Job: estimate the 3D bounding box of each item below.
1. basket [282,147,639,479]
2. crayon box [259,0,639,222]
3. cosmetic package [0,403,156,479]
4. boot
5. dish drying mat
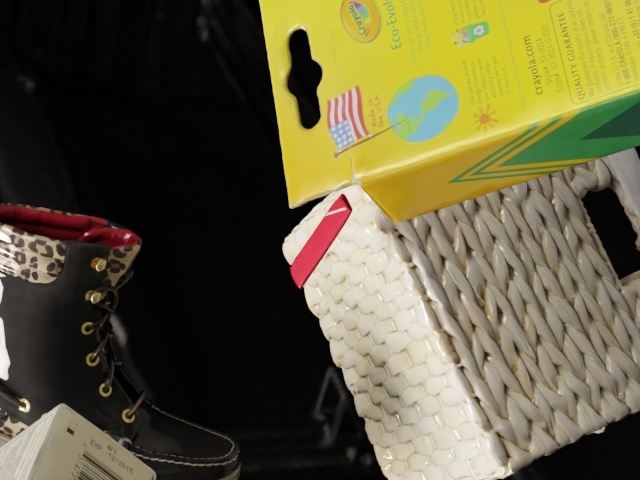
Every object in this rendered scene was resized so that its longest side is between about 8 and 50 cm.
[{"bbox_3d":[0.163,0.052,1.393,0.266,0.331,0.328,-24,-95,-19],"label":"basket"},{"bbox_3d":[0.121,-0.143,0.989,0.318,0.081,0.202,-17,-117,18],"label":"crayon box"},{"bbox_3d":[-0.312,0.305,1.371,0.129,0.296,0.153,41,-145,-21],"label":"cosmetic package"},{"bbox_3d":[-0.253,0.130,1.625,0.377,0.284,0.138,15,-165,4],"label":"boot"},{"bbox_3d":[0.000,0.000,1.199,0.008,0.083,0.032,23,-158,-30],"label":"dish drying mat"}]
